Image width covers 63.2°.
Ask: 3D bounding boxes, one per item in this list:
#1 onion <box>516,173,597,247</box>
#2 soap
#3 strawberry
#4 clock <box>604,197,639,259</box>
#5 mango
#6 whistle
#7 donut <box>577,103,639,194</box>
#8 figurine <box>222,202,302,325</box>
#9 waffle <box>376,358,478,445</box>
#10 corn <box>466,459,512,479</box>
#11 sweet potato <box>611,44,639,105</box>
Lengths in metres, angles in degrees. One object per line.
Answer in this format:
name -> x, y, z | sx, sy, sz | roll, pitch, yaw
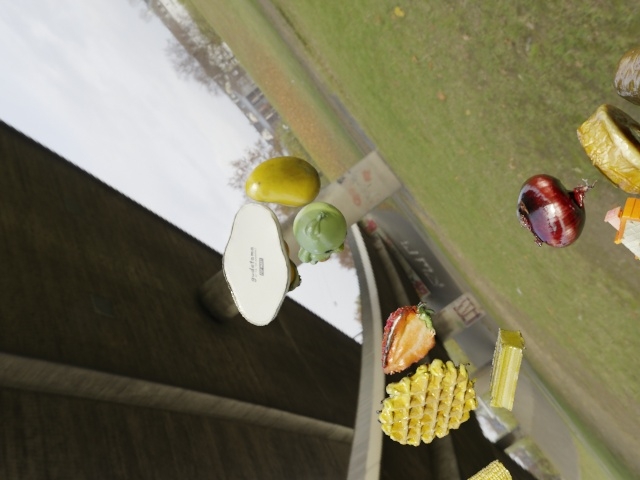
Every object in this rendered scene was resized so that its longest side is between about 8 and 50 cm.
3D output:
onion -> 0.830, -0.121, 1.807 | 0.273, 0.285, 0.273 | 37, -147, -29
soap -> 0.585, 0.405, 1.641 | 0.135, 0.076, 0.233 | -51, -33, -64
strawberry -> 0.219, 0.242, 1.335 | 0.085, 0.140, 0.192 | -141, 54, -72
clock -> 1.025, -0.029, 1.586 | 0.255, 0.106, 0.220 | 40, 149, -7
mango -> -0.070, -0.110, 0.993 | 0.161, 0.076, 0.103 | -11, -107, -35
whistle -> 0.008, 0.005, 1.341 | 0.141, 0.141, 0.294 | 57, 171, 30
donut -> 0.959, -0.280, 1.648 | 0.330, 0.160, 0.330 | 21, -138, -20
figurine -> -0.092, 0.036, 1.074 | 0.167, 0.249, 0.141 | 23, -155, 30
waffle -> 0.303, 0.450, 1.417 | 0.329, 0.329, 0.062 | 47, -174, -35
corn -> 0.508, 0.819, 1.689 | 0.093, 0.244, 0.093 | 55, 177, 5
sweet potato -> 0.710, -0.348, 1.080 | 0.158, 0.158, 0.369 | 51, -177, -10
